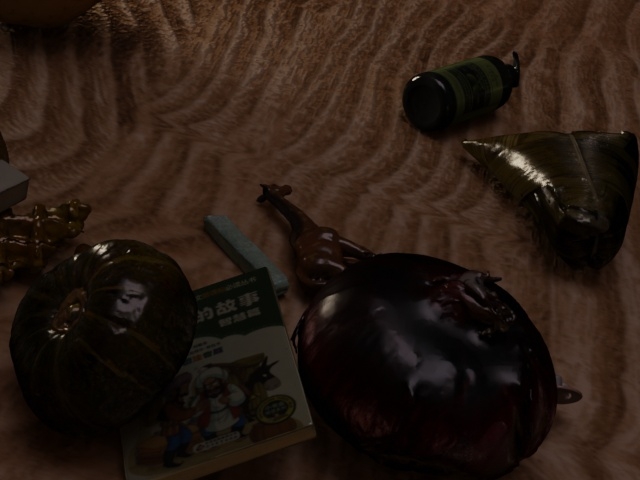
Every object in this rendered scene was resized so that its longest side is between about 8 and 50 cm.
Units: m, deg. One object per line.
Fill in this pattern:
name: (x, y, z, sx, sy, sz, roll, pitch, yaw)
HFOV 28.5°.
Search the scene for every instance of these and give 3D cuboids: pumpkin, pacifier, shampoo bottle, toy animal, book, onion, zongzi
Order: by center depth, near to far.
pumpkin: (-0.222, 0.102, 1.335, 0.162, 0.219, 0.219, 41, 18, -35)
book: (-0.126, 0.148, 1.380, 0.202, 0.027, 0.264, -19, 39, 1)
onion: (0.123, 0.129, 1.419, 0.314, 0.232, 0.314, 12, 35, -9)
pacifier: (0.271, 0.205, 1.546, 0.099, 0.081, 0.078, -1, 64, 14)
toy animal: (0.000, 0.000, 1.707, 0.229, 0.066, 0.224, 17, 32, 8)
zongzi: (0.334, -0.076, 1.939, 0.288, 0.134, 0.286, 11, 35, 14)
shampoo bottle: (0.263, -0.265, 2.187, 0.101, 0.101, 0.284, 37, 37, 27)

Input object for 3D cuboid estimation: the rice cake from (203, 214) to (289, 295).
rice cake: (-0.099, 0.017, 1.666, 0.033, 0.029, 0.171, -19, 46, -34)

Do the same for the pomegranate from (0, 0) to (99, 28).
pomegranate: (-0.454, -0.517, 1.969, 0.410, 0.410, 0.410, 12, 33, -8)

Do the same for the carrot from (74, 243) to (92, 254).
carrot: (-0.289, 0.054, 1.510, 0.047, 0.047, 0.191, 10, 32, -12)

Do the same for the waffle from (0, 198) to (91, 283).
waffle: (-0.454, -0.029, 1.533, 0.293, 0.069, 0.260, 30, 39, 19)

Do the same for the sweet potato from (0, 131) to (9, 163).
sweet potato: (-0.535, -0.190, 1.720, 0.346, 0.079, 0.108, 25, 46, 16)

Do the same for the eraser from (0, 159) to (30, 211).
eraser: (-0.485, -0.089, 1.510, 0.230, 0.038, 0.157, 32, 38, 19)
